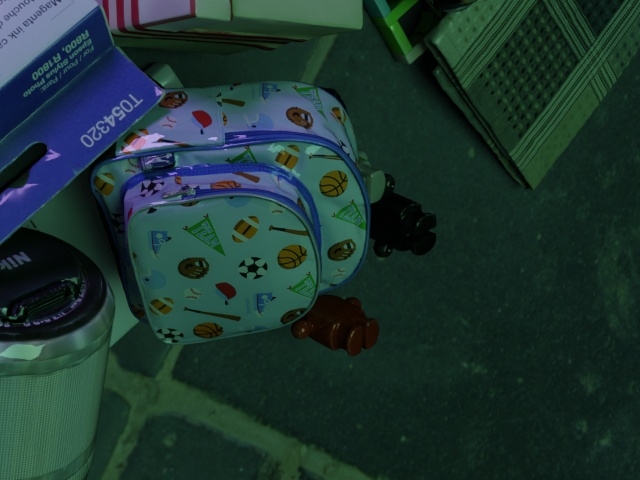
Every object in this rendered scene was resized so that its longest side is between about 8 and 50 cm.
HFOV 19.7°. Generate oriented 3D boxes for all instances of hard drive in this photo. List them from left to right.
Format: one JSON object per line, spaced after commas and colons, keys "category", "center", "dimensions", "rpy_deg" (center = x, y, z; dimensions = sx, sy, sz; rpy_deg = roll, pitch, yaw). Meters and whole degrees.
{"category": "hard drive", "center": [-0.232, -0.009, 1.949], "dimensions": [0.319, 0.040, 0.210], "rpy_deg": [-43, 121, -19]}

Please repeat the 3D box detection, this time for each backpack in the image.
{"category": "backpack", "center": [-0.083, -0.036, 1.807], "dimensions": [0.263, 0.213, 0.276], "rpy_deg": [-14, 138, -4]}

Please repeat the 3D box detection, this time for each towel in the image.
{"category": "towel", "center": [0.268, -0.266, 2.218], "dimensions": [0.324, 0.056, 0.312], "rpy_deg": [-53, 136, -14]}

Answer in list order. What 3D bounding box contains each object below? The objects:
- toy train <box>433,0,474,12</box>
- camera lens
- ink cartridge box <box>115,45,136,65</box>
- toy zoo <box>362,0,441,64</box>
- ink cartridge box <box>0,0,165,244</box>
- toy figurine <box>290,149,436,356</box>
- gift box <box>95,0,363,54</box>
{"category": "toy train", "center": [0.141, -0.408, 1.979], "dimensions": [0.142, 0.190, 0.333], "rpy_deg": [-22, 108, -29]}
{"category": "camera lens", "center": [-0.319, 0.138, 1.777], "dimensions": [0.219, 0.219, 0.274], "rpy_deg": [-10, 126, -33]}
{"category": "ink cartridge box", "center": [-0.233, -0.156, 1.880], "dimensions": [0.088, 0.052, 0.122], "rpy_deg": [-43, 97, -20]}
{"category": "toy zoo", "center": [0.094, -0.374, 2.096], "dimensions": [0.192, 0.030, 0.293], "rpy_deg": [-43, 122, -20]}
{"category": "ink cartridge box", "center": [-0.367, -0.152, 1.682], "dimensions": [0.330, 0.071, 0.324], "rpy_deg": [41, 70, 12]}
{"category": "toy figurine", "center": [0.000, 0.000, 2.030], "dimensions": [0.209, 0.148, 0.213], "rpy_deg": [36, 82, -51]}
{"category": "gift box", "center": [-0.134, -0.325, 1.806], "dimensions": [0.258, 0.255, 0.276], "rpy_deg": [-2, 84, -44]}
